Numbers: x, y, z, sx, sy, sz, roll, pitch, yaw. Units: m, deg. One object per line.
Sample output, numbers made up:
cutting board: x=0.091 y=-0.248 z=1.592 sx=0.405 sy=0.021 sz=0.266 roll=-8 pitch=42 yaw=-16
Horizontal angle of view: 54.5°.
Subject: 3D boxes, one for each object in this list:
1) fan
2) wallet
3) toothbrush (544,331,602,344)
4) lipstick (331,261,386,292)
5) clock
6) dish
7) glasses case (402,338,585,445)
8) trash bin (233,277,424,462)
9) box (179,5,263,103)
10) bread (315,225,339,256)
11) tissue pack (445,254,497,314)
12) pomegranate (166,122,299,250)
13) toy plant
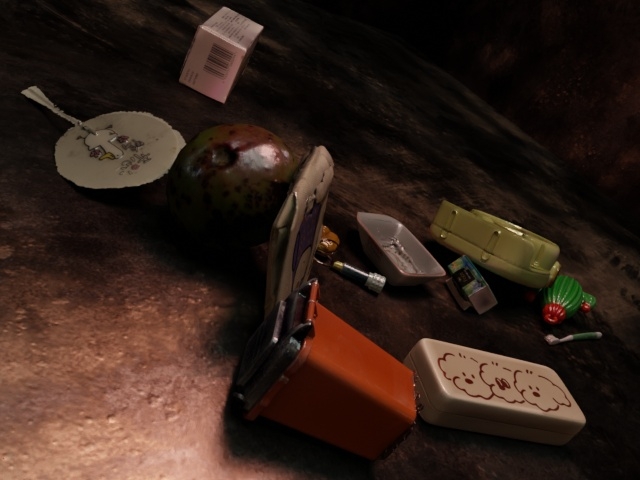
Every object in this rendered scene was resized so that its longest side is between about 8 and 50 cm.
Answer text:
fan: x=-0.447 y=-0.214 z=1.195 sx=0.414 sy=0.012 sz=0.233 roll=30 pitch=51 yaw=22
wallet: x=-0.028 y=-0.006 z=1.053 sx=0.068 sy=0.275 sz=0.335 roll=10 pitch=35 yaw=11
toothbrush: x=0.632 y=0.241 z=1.545 sx=0.257 sy=0.018 sz=0.024 roll=4 pitch=31 yaw=-39
lipstick: x=0.076 y=0.069 z=1.284 sx=0.116 sy=0.037 sz=0.037 roll=25 pitch=28 yaw=0
clock: x=0.470 y=0.015 z=1.585 sx=0.348 sy=0.117 sz=0.286 roll=12 pitch=15 yaw=-44
dish: x=0.159 y=0.022 z=1.405 sx=0.154 sy=0.064 sz=0.234 roll=3 pitch=39 yaw=-40
glasses case: x=0.314 y=0.276 z=1.122 sx=0.336 sy=0.076 sz=0.144 roll=16 pitch=31 yaw=-25
trash bin: x=0.020 y=0.190 z=0.887 sx=0.238 sy=0.184 sz=0.161 roll=30 pitch=27 yaw=-12
box: x=-0.283 y=-0.548 z=1.807 sx=0.145 sy=0.173 sz=0.333 roll=26 pitch=28 yaw=-11
bread: x=0.000 y=0.000 z=1.311 sx=0.081 sy=0.046 sz=0.083 roll=-6 pitch=45 yaw=-44
tissue pack: x=0.341 y=0.108 z=1.434 sx=0.085 sy=0.079 sz=0.111 roll=49 pitch=11 yaw=-42
pomegranate: x=-0.164 y=-0.090 z=1.162 sx=0.242 sy=0.242 sz=0.306 roll=26 pitch=-12 yaw=-8
toy plant: x=0.603 y=0.150 z=1.602 sx=0.240 sy=0.088 sz=0.154 roll=-9 pitch=34 yaw=-36
